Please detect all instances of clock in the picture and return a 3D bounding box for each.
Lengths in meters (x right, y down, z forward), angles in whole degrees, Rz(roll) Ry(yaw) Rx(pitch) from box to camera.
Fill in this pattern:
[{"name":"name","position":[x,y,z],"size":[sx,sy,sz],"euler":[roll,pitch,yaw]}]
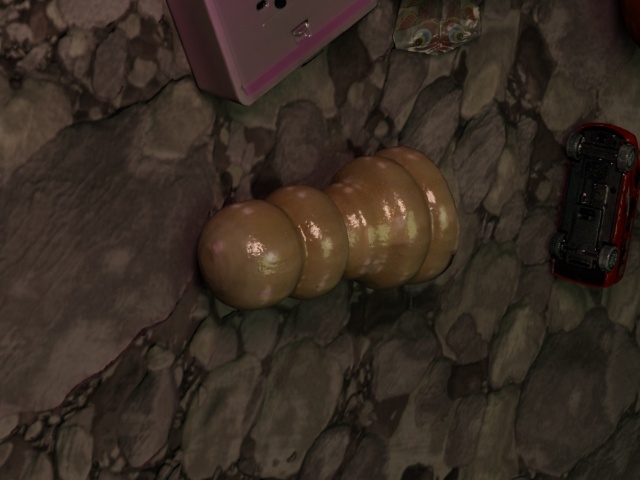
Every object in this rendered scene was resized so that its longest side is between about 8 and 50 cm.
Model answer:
[{"name":"clock","position":[-0.044,-0.234,1.517],"size":[0.197,0.063,0.150],"euler":[-41,131,-29]}]

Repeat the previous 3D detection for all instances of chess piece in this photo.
[{"name":"chess piece","position":[0.000,0.000,1.606],"size":[0.261,0.143,0.143],"euler":[-16,115,-39]}]

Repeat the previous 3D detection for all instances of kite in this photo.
[{"name":"kite","position":[0.130,-0.305,1.717],"size":[0.127,0.016,0.229],"euler":[-10,112,-42]}]

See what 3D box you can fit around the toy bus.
[{"name":"toy bus","position":[0.338,-0.045,1.991],"size":[0.089,0.081,0.195],"euler":[-11,112,-55]}]

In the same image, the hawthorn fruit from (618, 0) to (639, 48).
[{"name":"hawthorn fruit","position":[0.482,-0.330,1.904],"size":[0.295,0.295,0.311],"euler":[-42,130,-29]}]
